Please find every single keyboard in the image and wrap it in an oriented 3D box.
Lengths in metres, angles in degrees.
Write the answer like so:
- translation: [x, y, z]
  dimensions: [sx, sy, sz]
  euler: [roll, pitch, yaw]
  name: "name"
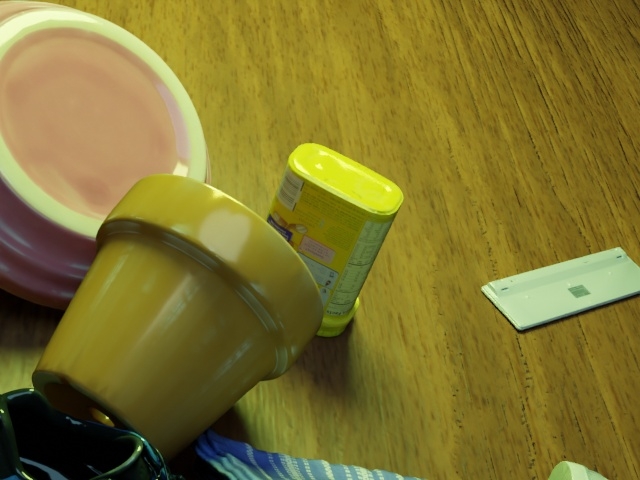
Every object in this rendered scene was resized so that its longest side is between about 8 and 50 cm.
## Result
- translation: [0.304, 0.056, 1.366]
  dimensions: [0.256, 0.014, 0.072]
  euler: [-12, 55, -37]
  name: "keyboard"

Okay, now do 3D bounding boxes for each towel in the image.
- translation: [0.072, 0.209, 0.916]
  dimensions: [0.336, 0.040, 0.243]
  euler: [12, -4, -15]
  name: "towel"

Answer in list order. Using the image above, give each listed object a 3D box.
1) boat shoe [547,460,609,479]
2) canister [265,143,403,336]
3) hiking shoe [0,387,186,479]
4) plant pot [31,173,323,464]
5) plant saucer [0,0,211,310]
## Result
- translation: [0.253, 0.293, 0.994]
  dimensions: [0.081, 0.079, 0.227]
  euler: [16, 38, -12]
  name: "boat shoe"
- translation: [0.000, 0.000, 1.144]
  dimensions: [0.126, 0.170, 0.073]
  euler: [28, 38, 7]
  name: "canister"
- translation: [-0.136, 0.217, 0.844]
  dimensions: [0.304, 0.132, 0.113]
  euler: [23, 38, 0]
  name: "hiking shoe"
- translation: [-0.132, 0.081, 0.947]
  dimensions: [0.205, 0.205, 0.188]
  euler: [31, 60, 11]
  name: "plant pot"
- translation: [-0.236, -0.098, 1.103]
  dimensions: [0.332, 0.084, 0.332]
  euler: [22, 54, -33]
  name: "plant saucer"
